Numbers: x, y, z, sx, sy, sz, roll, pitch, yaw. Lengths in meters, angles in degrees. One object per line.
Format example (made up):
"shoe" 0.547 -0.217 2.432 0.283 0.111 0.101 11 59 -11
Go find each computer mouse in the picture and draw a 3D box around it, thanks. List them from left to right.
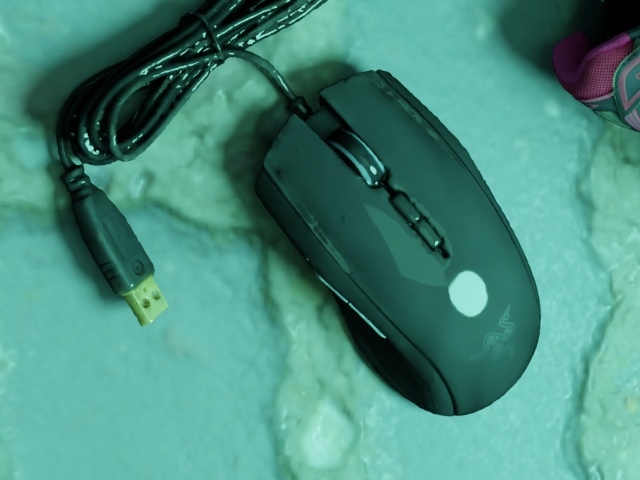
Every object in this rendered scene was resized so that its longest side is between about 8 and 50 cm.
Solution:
"computer mouse" 0.000 0.000 0.721 0.184 0.060 0.262 -36 107 -16

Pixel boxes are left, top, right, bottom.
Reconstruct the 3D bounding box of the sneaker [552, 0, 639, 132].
"sneaker" 0.196 -0.197 0.749 0.112 0.121 0.299 8 93 -21
